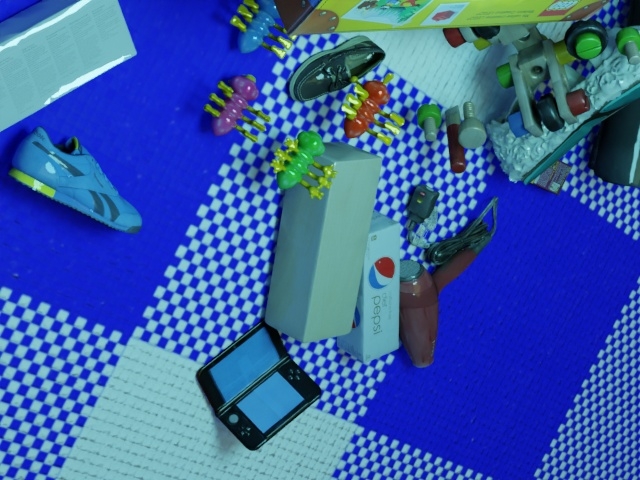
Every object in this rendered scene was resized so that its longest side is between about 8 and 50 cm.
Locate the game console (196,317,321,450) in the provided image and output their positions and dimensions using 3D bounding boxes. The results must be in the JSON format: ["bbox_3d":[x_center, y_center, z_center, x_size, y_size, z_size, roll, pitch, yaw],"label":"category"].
[{"bbox_3d":[-0.086,0.208,2.015,0.144,0.124,0.085,-38,156,-21],"label":"game console"}]

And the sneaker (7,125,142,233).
[{"bbox_3d":[-0.288,-0.073,1.723,0.209,0.069,0.082,31,85,-44],"label":"sneaker"}]

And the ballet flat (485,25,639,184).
[{"bbox_3d":[0.393,-0.228,2.055,0.147,0.147,0.409,5,148,-42],"label":"ballet flat"}]

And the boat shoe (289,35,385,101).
[{"bbox_3d":[0.024,-0.236,1.925,0.152,0.049,0.056,-36,128,-23],"label":"boat shoe"}]

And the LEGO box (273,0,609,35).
[{"bbox_3d":[0.139,-0.460,1.686,0.500,0.373,0.193,-9,159,-37],"label":"LEGO box"}]

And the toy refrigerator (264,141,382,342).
[{"bbox_3d":[0.000,0.000,1.987,0.102,0.094,0.270,-9,116,-45],"label":"toy refrigerator"}]

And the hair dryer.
[{"bbox_3d":[0.194,0.063,2.186,0.223,0.080,0.294,12,102,-43],"label":"hair dryer"}]

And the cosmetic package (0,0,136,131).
[{"bbox_3d":[-0.338,-0.211,1.622,0.239,0.060,0.099,-34,130,-25],"label":"cosmetic package"}]

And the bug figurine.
[{"bbox_3d":[-0.036,-0.192,1.846,0.279,0.072,0.216,38,84,-22],"label":"bug figurine"}]

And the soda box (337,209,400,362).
[{"bbox_3d":[0.071,0.069,2.092,0.074,0.069,0.216,-19,121,-34],"label":"soda box"}]

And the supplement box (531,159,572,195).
[{"bbox_3d":[0.363,-0.114,2.273,0.083,0.043,0.055,21,95,-43],"label":"supplement box"}]

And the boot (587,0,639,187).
[{"bbox_3d":[0.517,-0.296,2.161,0.367,0.146,0.445,-31,139,-72],"label":"boot"}]

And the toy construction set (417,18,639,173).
[{"bbox_3d":[0.258,-0.279,2.010,0.257,0.237,0.309,24,129,-21],"label":"toy construction set"}]
